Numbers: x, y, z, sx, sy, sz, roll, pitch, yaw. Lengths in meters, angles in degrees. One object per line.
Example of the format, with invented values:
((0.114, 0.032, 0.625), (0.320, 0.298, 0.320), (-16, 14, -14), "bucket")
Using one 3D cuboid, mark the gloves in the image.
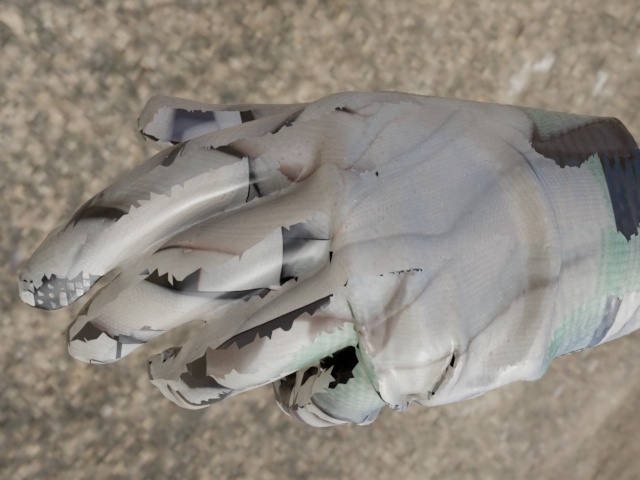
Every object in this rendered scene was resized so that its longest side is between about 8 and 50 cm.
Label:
((0.002, 0.001, 0.504), (0.212, 0.111, 0.127), (-6, 88, -12), "gloves")
